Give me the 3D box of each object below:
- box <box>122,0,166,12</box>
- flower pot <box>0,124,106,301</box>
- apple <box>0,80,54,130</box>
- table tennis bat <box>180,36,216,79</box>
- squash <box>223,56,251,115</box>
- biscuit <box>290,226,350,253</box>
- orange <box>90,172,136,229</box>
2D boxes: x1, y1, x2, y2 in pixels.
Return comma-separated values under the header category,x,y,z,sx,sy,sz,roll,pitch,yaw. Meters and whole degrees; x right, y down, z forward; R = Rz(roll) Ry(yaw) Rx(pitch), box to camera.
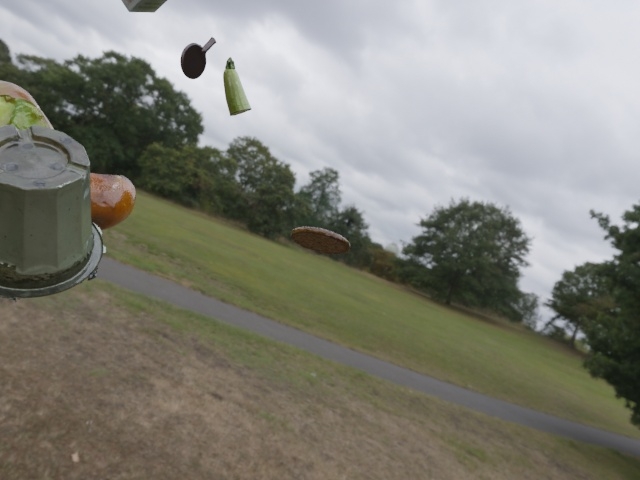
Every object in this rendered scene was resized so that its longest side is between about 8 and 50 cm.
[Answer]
category,x,y,z,sx,sy,sz,roll,pitch,yaw
box,-0.549,-0.877,1.762,0.067,0.243,0.155,57,26,-11
flower pot,-0.557,-0.068,0.988,0.291,0.259,0.290,15,41,-13
apple,-1.002,-0.321,1.621,0.340,0.339,0.339,22,-1,0
table tennis bat,-0.347,-0.577,1.632,0.119,0.169,0.107,18,-28,26
squash,-0.345,-0.624,2.087,0.094,0.224,0.094,-11,12,2
biscuit,0.000,-0.001,1.583,0.188,0.027,0.188,13,-17,4
orange,-0.911,-0.160,2.089,0.274,0.274,0.310,21,27,23
